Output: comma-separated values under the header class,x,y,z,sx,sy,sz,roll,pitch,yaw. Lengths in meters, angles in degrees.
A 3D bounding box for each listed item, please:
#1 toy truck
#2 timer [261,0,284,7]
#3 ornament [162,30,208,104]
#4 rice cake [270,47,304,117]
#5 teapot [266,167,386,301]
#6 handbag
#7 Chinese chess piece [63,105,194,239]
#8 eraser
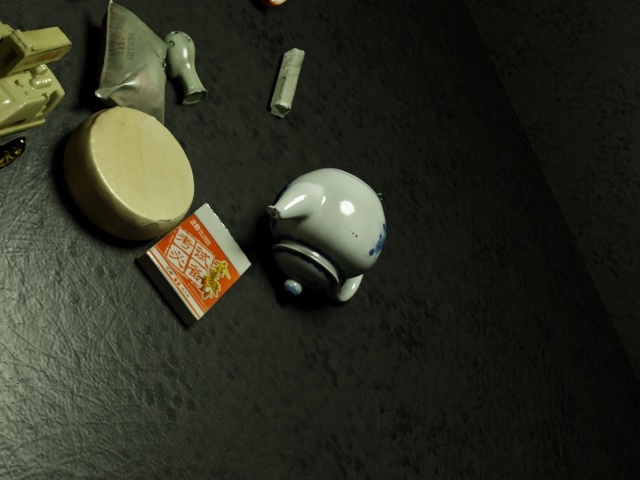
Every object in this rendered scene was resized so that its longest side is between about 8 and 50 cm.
class,x,y,z,sx,sy,sz,roll,pitch,yaw
toy truck,-0.522,-0.212,1.301,0.180,0.254,0.405,49,18,0
timer,-0.142,-0.754,2.417,0.257,0.161,0.250,53,42,-11
ornament,-0.297,-0.373,1.973,0.075,0.081,0.156,75,-6,-82
rice cake,-0.082,-0.397,2.298,0.052,0.057,0.256,43,36,-28
teapot,0.000,0.000,1.950,0.280,0.252,0.424,-60,147,-17
handbag,-0.364,-0.336,1.814,0.182,0.117,0.270,39,36,-43
Chinese chess piece,-0.348,-0.120,1.674,0.251,0.097,0.250,33,41,-35
eraser,-0.235,0.041,1.754,0.157,0.038,0.230,54,33,-9
